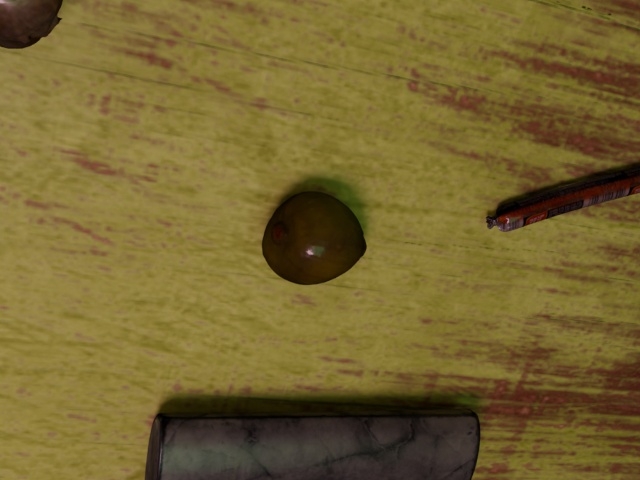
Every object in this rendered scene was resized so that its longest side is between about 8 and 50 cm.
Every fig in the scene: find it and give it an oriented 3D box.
[{"bbox_3d":[0.000,0.000,0.690,0.088,0.074,0.074,7,114,-39],"label":"fig"}]

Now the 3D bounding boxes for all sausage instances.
[{"bbox_3d":[0.236,-0.040,0.774,0.198,0.025,0.028,-16,135,-10],"label":"sausage"}]

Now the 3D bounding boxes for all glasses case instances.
[{"bbox_3d":[-0.004,0.200,0.794,0.299,0.060,0.114,3,115,-20],"label":"glasses case"}]

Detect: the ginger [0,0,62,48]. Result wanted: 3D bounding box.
[{"bbox_3d":[-0.232,-0.197,0.507,0.104,0.080,0.204,-40,120,20],"label":"ginger"}]
